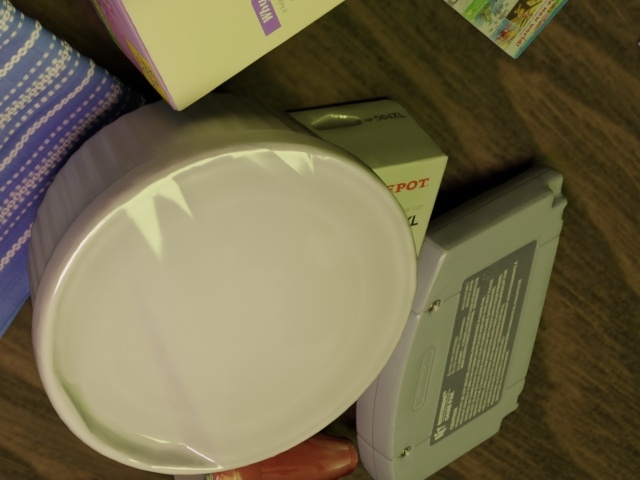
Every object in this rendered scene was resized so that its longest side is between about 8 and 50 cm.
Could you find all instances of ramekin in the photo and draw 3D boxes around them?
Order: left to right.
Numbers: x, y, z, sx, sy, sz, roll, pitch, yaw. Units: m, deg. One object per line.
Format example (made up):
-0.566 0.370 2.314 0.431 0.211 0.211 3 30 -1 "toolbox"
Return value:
-0.080 0.021 1.325 0.272 0.127 0.273 -13 125 -18 "ramekin"

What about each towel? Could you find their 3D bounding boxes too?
-0.249 -0.041 1.253 0.243 0.040 0.336 -48 153 4 "towel"

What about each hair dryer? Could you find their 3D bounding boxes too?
-0.102 0.236 1.683 0.293 0.080 0.224 -24 154 -12 "hair dryer"

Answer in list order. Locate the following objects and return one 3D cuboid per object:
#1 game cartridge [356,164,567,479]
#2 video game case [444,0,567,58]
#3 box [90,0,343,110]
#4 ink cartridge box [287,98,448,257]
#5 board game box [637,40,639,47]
0.119 0.085 1.683 0.196 0.060 0.294 -31 142 -39 "game cartridge"
0.148 -0.222 1.482 0.119 0.015 0.166 -49 140 9 "video game case"
-0.054 -0.245 1.218 0.243 0.117 0.213 -35 141 -8 "box"
0.000 0.000 1.512 0.148 0.086 0.203 -11 133 -31 "ink cartridge box"
0.349 -0.159 1.693 0.103 0.026 0.154 -41 141 -1 "board game box"
